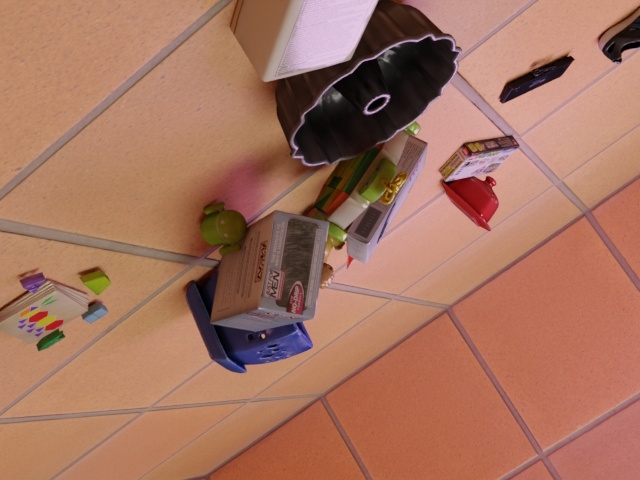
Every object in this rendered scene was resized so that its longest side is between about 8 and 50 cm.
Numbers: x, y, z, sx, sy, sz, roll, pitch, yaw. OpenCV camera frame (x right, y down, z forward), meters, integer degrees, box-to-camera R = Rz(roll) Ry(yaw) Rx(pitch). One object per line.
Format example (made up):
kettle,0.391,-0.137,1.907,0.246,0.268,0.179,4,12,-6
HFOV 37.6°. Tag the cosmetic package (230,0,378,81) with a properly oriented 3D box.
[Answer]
cosmetic package,0.000,-0.363,1.252,0.160,0.113,0.309,-20,157,-29

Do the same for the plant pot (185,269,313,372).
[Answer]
plant pot,-0.170,0.174,2.173,0.212,0.235,0.236,-26,162,1

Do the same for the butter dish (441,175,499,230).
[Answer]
butter dish,0.413,-0.119,2.464,0.118,0.160,0.160,-47,161,3

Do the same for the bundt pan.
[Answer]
bundt pan,0.064,-0.272,1.564,0.331,0.124,0.331,-27,161,-10

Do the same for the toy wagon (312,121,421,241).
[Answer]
toy wagon,0.087,-0.125,1.790,0.267,0.068,0.344,-56,-170,0

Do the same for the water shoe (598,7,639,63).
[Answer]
water shoe,0.736,-0.481,2.144,0.203,0.080,0.073,-36,161,12

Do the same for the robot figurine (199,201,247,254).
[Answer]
robot figurine,-0.190,-0.025,1.844,0.067,0.101,0.115,-24,-170,-39

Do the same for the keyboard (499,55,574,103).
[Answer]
keyboard,0.494,-0.373,2.135,0.180,0.023,0.108,-27,167,-16

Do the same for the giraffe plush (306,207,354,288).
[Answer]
giraffe plush,0.000,0.000,2.129,0.170,0.181,0.210,-55,148,2

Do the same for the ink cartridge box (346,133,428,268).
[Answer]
ink cartridge box,0.146,-0.071,2.104,0.275,0.060,0.239,-58,167,-17

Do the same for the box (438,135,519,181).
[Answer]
box,0.404,-0.209,2.385,0.207,0.036,0.114,-13,154,-44

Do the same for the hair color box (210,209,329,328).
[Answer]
hair color box,-0.109,0.071,1.851,0.114,0.185,0.374,12,167,-17

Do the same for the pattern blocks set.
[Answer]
pattern blocks set,-0.539,0.137,1.810,0.285,0.026,0.325,-28,161,-11
